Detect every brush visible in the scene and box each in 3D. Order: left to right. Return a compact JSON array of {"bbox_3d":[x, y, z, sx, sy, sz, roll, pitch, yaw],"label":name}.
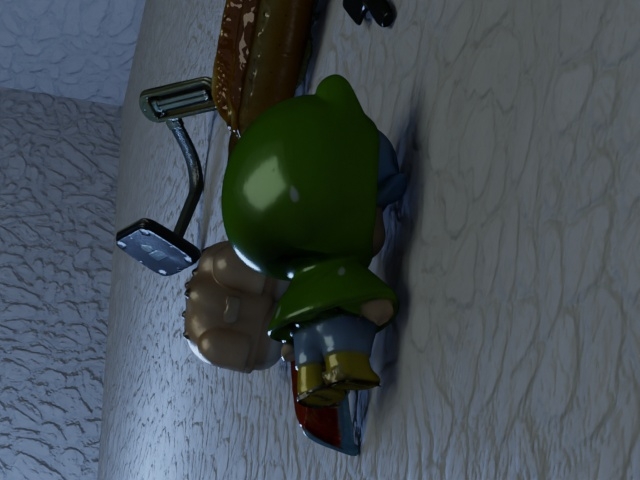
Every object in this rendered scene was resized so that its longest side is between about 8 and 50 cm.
[{"bbox_3d":[0.046,-0.231,1.608,0.193,0.016,0.063,-110,30,-68],"label":"brush"}]

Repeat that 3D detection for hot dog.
[{"bbox_3d":[-0.047,-0.273,1.900,0.135,0.100,0.337,-119,37,-59],"label":"hot dog"}]

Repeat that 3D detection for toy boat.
[{"bbox_3d":[0.008,0.102,1.451,0.069,0.058,0.173,116,152,-58],"label":"toy boat"}]

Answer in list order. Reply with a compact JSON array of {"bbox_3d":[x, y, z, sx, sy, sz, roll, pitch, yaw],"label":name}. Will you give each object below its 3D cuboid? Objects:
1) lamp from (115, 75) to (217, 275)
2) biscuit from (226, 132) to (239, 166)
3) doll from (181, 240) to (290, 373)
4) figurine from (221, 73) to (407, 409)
[{"bbox_3d":[-0.207,-0.103,2.601,0.203,0.124,0.283,-20,57,54],"label":"lamp"},{"bbox_3d":[-0.080,-0.199,2.144,0.217,0.044,0.325,135,141,-74],"label":"biscuit"},{"bbox_3d":[-0.085,0.046,1.849,0.278,0.119,0.154,-85,8,-71],"label":"doll"},{"bbox_3d":[0.000,0.000,1.385,0.162,0.143,0.263,-28,61,48],"label":"figurine"}]
